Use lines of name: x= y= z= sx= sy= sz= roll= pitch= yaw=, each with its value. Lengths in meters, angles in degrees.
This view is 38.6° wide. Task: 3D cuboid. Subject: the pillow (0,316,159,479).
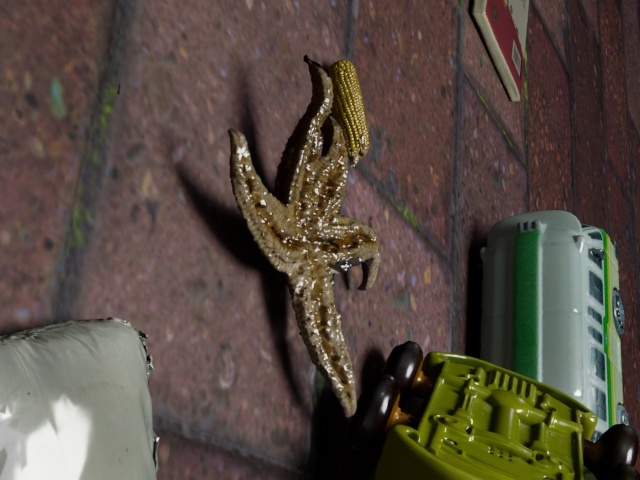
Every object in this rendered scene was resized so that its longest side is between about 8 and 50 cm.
pillow: x=-0.105 y=0.148 z=0.381 sx=0.128 sy=0.051 sz=0.229 roll=4 pitch=79 yaw=-60

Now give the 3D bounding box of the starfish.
starfish: x=-0.007 y=0.000 z=0.605 sx=0.213 sy=0.057 sz=0.238 roll=9 pitch=80 yaw=-64

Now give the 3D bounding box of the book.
book: x=0.237 y=-0.317 z=1.178 sx=0.162 sy=0.022 sz=0.232 roll=52 pitch=40 yaw=-46

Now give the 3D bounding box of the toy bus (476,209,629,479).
toy bus: x=0.236 y=0.106 z=0.941 sx=0.164 sy=0.133 sz=0.276 roll=41 pitch=48 yaw=-51

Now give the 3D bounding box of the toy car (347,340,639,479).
toy car: x=0.117 y=0.180 z=0.669 sx=0.248 sy=0.200 sz=0.142 roll=-26 pitch=135 yaw=-69

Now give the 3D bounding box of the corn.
corn: x=0.022 y=-0.099 z=0.713 sx=0.028 sy=0.027 sz=0.083 roll=21 pitch=61 yaw=-77
